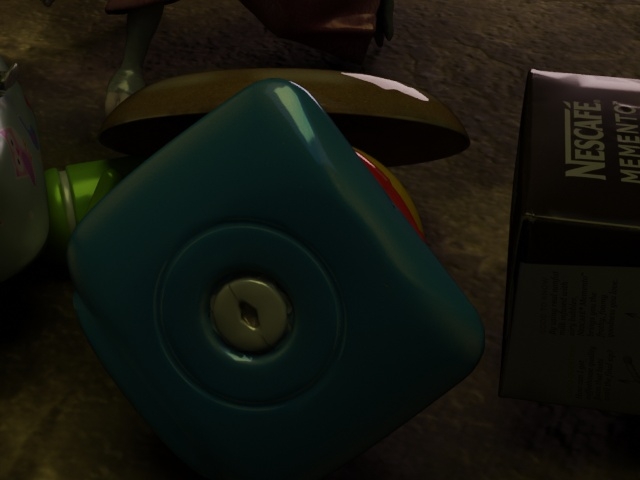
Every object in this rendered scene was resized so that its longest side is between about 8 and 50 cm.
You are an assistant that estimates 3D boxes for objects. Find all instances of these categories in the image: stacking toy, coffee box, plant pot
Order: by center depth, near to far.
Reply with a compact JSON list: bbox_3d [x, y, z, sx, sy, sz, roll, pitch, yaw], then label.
[{"bbox_3d":[0.249,0.007,0.595,0.297,0.119,0.168,6,35,7],"label":"coffee box"},{"bbox_3d":[0.000,0.000,0.658,0.166,0.175,0.302,-37,3,19],"label":"stacking toy"},{"bbox_3d":[-0.023,-0.075,0.723,0.236,0.032,0.236,1,-4,0],"label":"plant pot"}]

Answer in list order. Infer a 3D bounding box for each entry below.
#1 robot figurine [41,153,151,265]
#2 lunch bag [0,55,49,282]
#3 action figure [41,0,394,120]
[{"bbox_3d":[-0.142,-0.020,0.742,0.115,0.067,0.101,-10,8,-14],"label":"robot figurine"},{"bbox_3d":[-0.303,-0.031,0.674,0.279,0.108,0.224,-21,38,-3],"label":"lunch bag"},{"bbox_3d":[-0.102,-0.264,0.953,0.370,0.275,0.248,0,37,-26],"label":"action figure"}]
